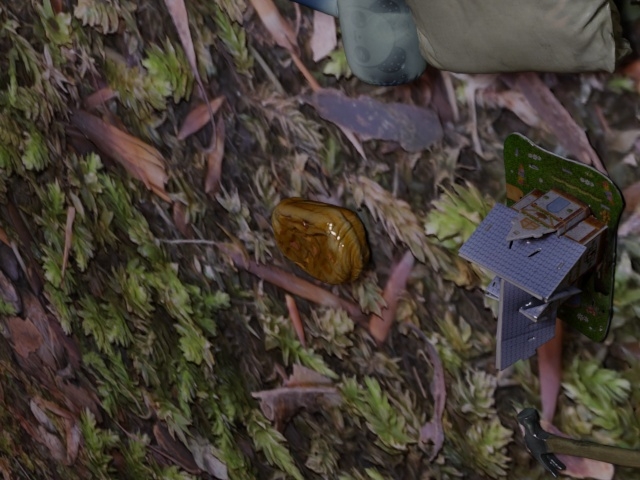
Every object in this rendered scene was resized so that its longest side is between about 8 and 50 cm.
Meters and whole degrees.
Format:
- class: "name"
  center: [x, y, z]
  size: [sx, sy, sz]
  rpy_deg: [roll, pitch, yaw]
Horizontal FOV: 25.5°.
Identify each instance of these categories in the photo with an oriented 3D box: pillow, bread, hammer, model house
- class: "pillow"
  center: [0.129, -0.177, 0.969]
  size: [0.181, 0.078, 0.134]
  rpy_deg: [9, 128, 45]
- class: "bread"
  center: [0.000, 0.000, 1.319]
  size: [0.110, 0.044, 0.083]
  rpy_deg: [16, 134, 47]
- class: "hammer"
  center: [0.008, -0.197, 1.120]
  size: [0.194, 0.069, 0.116]
  rpy_deg: [29, 140, 43]
- class: "model house"
  center: [0.158, 0.020, 1.090]
  size: [0.117, 0.088, 0.167]
  rpy_deg: [32, 140, 32]
- class: "hammer"
  center: [0.244, 0.182, 1.189]
  size: [0.182, 0.017, 0.062]
  rpy_deg: [5, 122, 49]
